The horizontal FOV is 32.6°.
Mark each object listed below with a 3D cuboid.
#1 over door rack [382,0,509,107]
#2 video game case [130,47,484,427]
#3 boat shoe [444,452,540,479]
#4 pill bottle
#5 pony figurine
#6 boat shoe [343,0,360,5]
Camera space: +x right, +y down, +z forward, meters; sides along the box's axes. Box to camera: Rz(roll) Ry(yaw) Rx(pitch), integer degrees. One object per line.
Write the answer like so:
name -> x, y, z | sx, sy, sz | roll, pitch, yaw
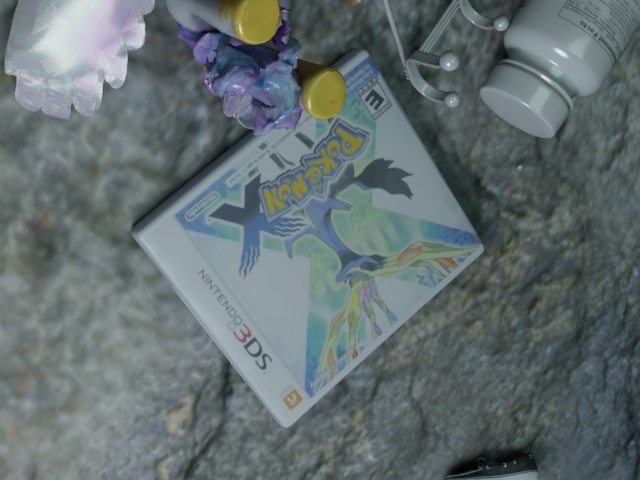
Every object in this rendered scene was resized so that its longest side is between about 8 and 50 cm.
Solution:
over door rack -> 0.145, -0.310, 1.134 | 0.240, 0.108, 0.324 | -57, 147, -9
video game case -> 0.000, 0.000, 1.238 | 0.329, 0.036, 0.300 | -41, 116, -14
boat shoe -> 0.217, 0.300, 1.411 | 0.142, 0.049, 0.040 | -1, 68, -25
pill bottle -> 0.289, -0.241, 1.277 | 0.131, 0.131, 0.229 | 36, 84, -28
pony figurine -> -0.103, -0.240, 0.998 | 0.302, 0.363, 0.351 | -5, 119, -33
boat shoe -> 0.027, -0.387, 1.130 | 0.096, 0.098, 0.277 | -21, 109, -17
